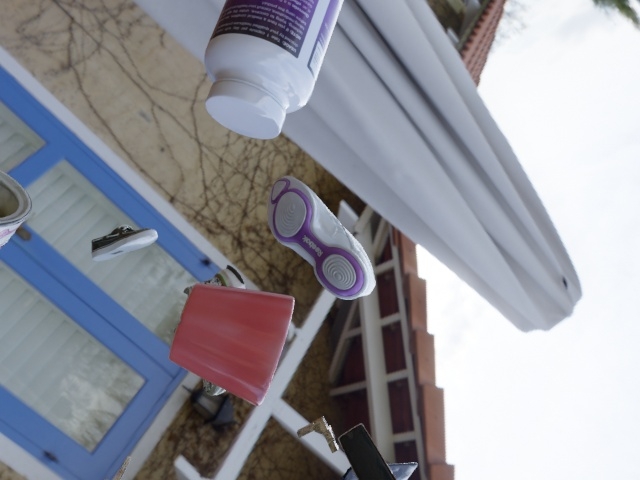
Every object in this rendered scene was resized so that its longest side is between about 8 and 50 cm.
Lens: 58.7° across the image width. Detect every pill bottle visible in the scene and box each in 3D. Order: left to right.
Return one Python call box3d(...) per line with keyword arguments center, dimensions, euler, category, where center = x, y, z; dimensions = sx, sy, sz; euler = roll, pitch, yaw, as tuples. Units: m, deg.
box3d(center=(-0.075, -0.337, 0.927), dimensions=(0.181, 0.181, 0.323), euler=(-14, -125, 62), category="pill bottle")

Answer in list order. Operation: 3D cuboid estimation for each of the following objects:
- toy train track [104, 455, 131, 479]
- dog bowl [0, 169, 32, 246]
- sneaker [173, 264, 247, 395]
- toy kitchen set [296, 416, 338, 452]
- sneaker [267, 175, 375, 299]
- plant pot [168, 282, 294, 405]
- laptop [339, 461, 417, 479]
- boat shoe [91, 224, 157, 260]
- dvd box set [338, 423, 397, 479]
box3d(center=(-0.412, 0.483, 1.166), dimensions=(0.014, 0.048, 0.083), euler=(-28, -146, 61), category="toy train track")
box3d(center=(-1.046, -0.101, 1.593), dimensions=(0.150, 0.407, 0.408), euler=(-58, -169, 19), category="dog bowl")
box3d(center=(-0.325, 0.261, 1.577), dimensions=(0.158, 0.181, 0.411), euler=(40, -52, 48), category="sneaker")
box3d(center=(-0.005, 0.490, 1.412), dimensions=(0.075, 0.083, 0.068), euler=(-27, 171, -2), category="toy kitchen set")
box3d(center=(0.000, 0.000, 1.162), dimensions=(0.114, 0.305, 0.152), euler=(-41, 160, 14), category="sneaker")
box3d(center=(-0.217, 0.231, 1.375), dimensions=(0.275, 0.243, 0.275), euler=(-161, -90, -85), category="plant pot")
box3d(center=(0.110, 0.634, 1.246), dimensions=(0.136, 0.234, 0.265), euler=(45, -70, 44), category="laptop")
box3d(center=(-0.550, -0.005, 1.577), dimensions=(0.219, 0.070, 0.077), euler=(-17, 167, 19), category="boat shoe")
box3d(center=(0.183, 0.585, 1.096), dimensions=(0.062, 0.421, 0.308), euler=(-30, -142, -7), category="dvd box set")
